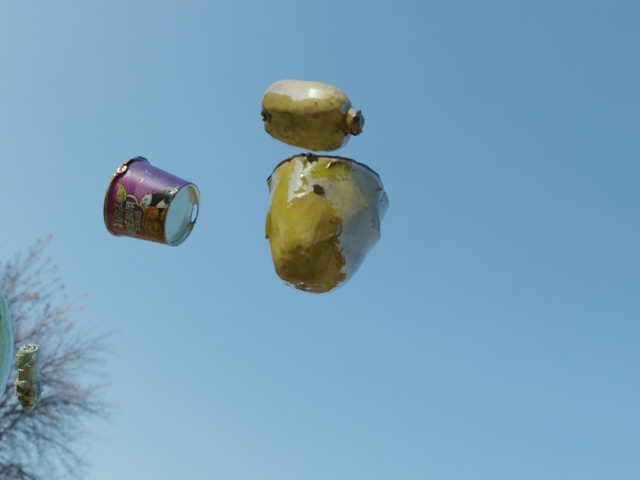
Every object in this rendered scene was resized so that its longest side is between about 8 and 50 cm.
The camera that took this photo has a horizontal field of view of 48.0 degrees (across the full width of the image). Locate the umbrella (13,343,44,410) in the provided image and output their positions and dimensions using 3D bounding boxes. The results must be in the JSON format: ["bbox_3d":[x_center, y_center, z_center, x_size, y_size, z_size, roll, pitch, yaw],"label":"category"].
[{"bbox_3d":[-0.605,0.285,1.485,0.067,0.062,0.143,21,-69,45],"label":"umbrella"}]

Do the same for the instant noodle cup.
[{"bbox_3d":[-0.477,-0.101,2.088,0.190,0.251,0.251,18,-40,17],"label":"instant noodle cup"}]

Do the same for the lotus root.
[{"bbox_3d":[-0.023,-0.281,1.632,0.284,0.146,0.160,15,-33,33],"label":"lotus root"}]

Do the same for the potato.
[{"bbox_3d":[0.000,0.000,1.645,0.290,0.295,0.397,3,-21,9],"label":"potato"}]

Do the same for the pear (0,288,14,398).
[{"bbox_3d":[-0.569,0.143,0.890,0.391,0.391,0.391,20,-39,17],"label":"pear"}]
